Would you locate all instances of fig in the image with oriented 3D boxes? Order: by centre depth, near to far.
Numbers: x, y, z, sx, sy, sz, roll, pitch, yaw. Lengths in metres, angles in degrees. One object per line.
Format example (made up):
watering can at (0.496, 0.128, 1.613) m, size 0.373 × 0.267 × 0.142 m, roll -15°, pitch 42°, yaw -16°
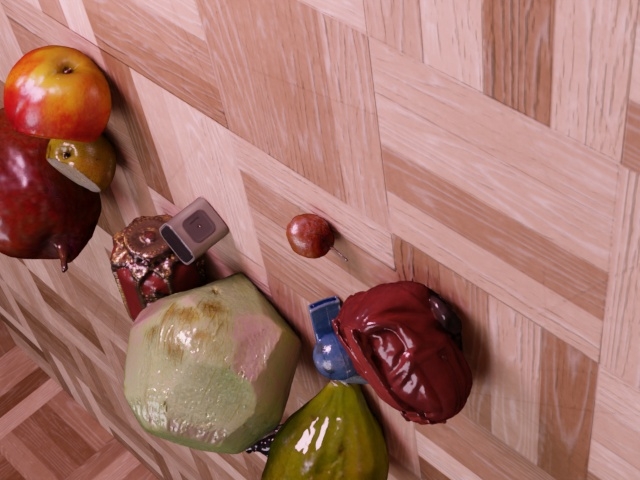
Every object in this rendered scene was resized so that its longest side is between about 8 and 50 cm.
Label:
fig at (0.024, 0.389, 1.912) m, size 0.233 × 0.233 × 0.314 m, roll 44°, pitch 133°, yaw 14°

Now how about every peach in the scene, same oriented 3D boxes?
peach at (-0.453, -0.234, 1.865) m, size 0.190 × 0.190 × 0.192 m, roll 42°, pitch 137°, yaw 17°

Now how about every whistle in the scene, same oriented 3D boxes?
whistle at (0.026, 0.172, 1.750) m, size 0.090 × 0.090 × 0.157 m, roll 32°, pitch 150°, yaw 35°

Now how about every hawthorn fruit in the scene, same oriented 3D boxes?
hawthorn fruit at (0.000, 0.000, 1.577) m, size 0.103 × 0.066 × 0.066 m, roll 22°, pitch 145°, yaw 27°
hawthorn fruit at (-0.594, -0.110, 2.185) m, size 0.325 × 0.308 × 0.308 m, roll 22°, pitch 152°, yaw 3°

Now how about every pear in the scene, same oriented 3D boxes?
pear at (-0.442, -0.163, 2.057) m, size 0.141 × 0.104 × 0.141 m, roll 28°, pitch 170°, yaw 5°

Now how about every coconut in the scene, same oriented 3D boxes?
coconut at (-0.189, 0.210, 1.944) m, size 0.328 × 0.328 × 0.281 m, roll 37°, pitch 174°, yaw 28°

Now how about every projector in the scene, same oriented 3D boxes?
projector at (-0.223, -0.017, 1.908) m, size 0.083 × 0.082 × 0.083 m, roll 51°, pitch 157°, yaw -3°

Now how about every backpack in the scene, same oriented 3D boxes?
backpack at (0.116, 0.163, 1.507) m, size 0.229 × 0.139 × 0.229 m, roll 41°, pitch 154°, yaw 25°

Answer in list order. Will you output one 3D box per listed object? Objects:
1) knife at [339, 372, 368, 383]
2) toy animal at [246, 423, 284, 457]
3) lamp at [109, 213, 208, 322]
knife at (0.083, 0.227, 1.778) m, size 0.028 × 0.015 × 0.210 m, roll 31°, pitch 158°, yaw -34°
toy animal at (-0.070, 0.485, 2.355) m, size 0.121 × 0.093 × 0.225 m, roll -12°, pitch 121°, yaw 16°
lamp at (-0.304, 0.070, 2.084) m, size 0.177 × 0.177 × 0.274 m, roll 37°, pitch 155°, yaw 28°
